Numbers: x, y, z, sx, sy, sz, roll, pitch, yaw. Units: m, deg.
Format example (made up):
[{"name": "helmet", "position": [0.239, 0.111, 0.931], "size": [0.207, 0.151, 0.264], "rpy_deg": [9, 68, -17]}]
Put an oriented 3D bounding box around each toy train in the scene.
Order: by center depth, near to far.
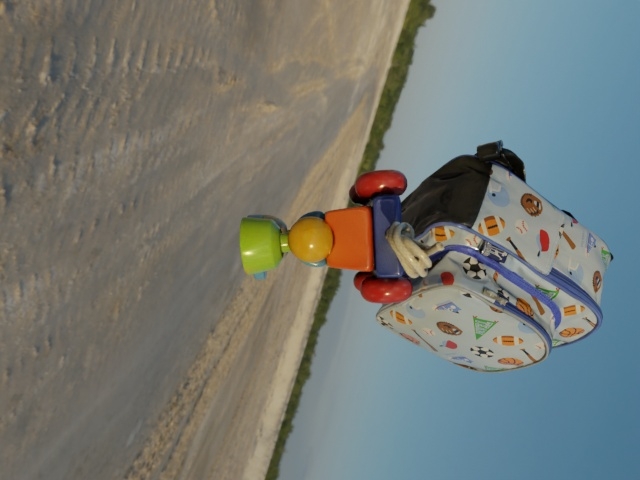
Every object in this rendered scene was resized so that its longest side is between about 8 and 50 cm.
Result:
[{"name": "toy train", "position": [0.000, 0.000, 0.461], "size": [0.248, 0.143, 0.105], "rpy_deg": [-93, 179, -90]}]

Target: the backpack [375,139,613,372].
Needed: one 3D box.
[{"name": "backpack", "position": [0.212, 0.044, 0.724], "size": [0.276, 0.263, 0.213], "rpy_deg": [141, -32, -65]}]
